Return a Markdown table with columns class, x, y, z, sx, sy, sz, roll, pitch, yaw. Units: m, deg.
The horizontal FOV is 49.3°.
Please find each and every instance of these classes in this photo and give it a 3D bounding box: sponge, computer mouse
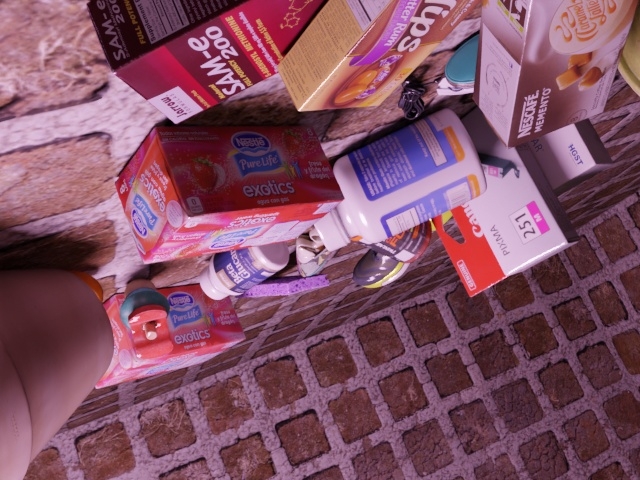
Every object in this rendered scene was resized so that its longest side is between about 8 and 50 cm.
| class | x | y | z | sx | sy | sz | roll | pitch | yaw |
| --- | --- | --- | --- | --- | --- | --- | --- | --- | --- |
| sponge | -0.092 | 0.103 | 1.590 | 0.117 | 0.031 | 0.210 | -11 | -177 | -41 |
| computer mouse | 0.202 | -0.226 | 0.986 | 0.192 | 0.042 | 0.106 | -23 | 165 | -5 |

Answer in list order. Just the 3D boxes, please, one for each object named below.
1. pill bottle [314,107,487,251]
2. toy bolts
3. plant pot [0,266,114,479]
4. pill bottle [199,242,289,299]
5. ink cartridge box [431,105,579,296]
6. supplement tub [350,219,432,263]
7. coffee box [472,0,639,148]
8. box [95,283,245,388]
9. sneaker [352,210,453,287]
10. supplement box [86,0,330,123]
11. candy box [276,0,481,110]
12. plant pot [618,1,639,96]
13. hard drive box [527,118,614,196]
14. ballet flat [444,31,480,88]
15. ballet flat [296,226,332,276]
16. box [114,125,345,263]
| class | x | y | z | sx | sy | sz | roll | pitch | yaw |
| --- | --- | --- | --- | --- | --- | --- | --- | --- | --- |
| pill bottle | 0.113 | -0.089 | 1.121 | 0.271 | 0.152 | 0.152 | -24 | 166 | 5 |
| toy bolts | -0.377 | 0.112 | 1.206 | 0.228 | 0.158 | 0.218 | -8 | 121 | -19 |
| plant pot | -0.440 | 0.165 | 0.931 | 0.323 | 0.323 | 0.280 | -32 | 180 | 31 |
| pill bottle | -0.147 | 0.045 | 1.304 | 0.169 | 0.094 | 0.094 | -33 | 163 | 31 |
| ink cartridge box | 0.276 | -0.065 | 1.212 | 0.060 | 0.275 | 0.239 | -9 | 159 | -47 |
| supplement tub | 0.104 | -0.035 | 1.286 | 0.197 | 0.106 | 0.106 | 23 | 140 | -30 |
| coffee box | 0.259 | -0.236 | 0.778 | 0.141 | 0.098 | 0.247 | -20 | 147 | -7 |
| box | -0.325 | 0.190 | 1.447 | 0.154 | 0.142 | 0.300 | -33 | 163 | 34 |
| sneaker | 0.150 | -0.027 | 1.437 | 0.121 | 0.111 | 0.300 | 23 | 115 | -30 |
| supplement box | -0.058 | -0.200 | 0.600 | 0.239 | 0.073 | 0.130 | -25 | 166 | 7 |
| candy box | 0.058 | -0.185 | 0.586 | 0.109 | 0.053 | 0.186 | -13 | 162 | -42 |
| plant pot | 0.491 | -0.309 | 0.778 | 0.276 | 0.276 | 0.254 | -24 | 154 | 1 |
| hard drive box | 0.358 | -0.152 | 1.229 | 0.089 | 0.181 | 0.232 | -7 | 157 | -48 |
| ballet flat | 0.258 | -0.260 | 0.906 | 0.203 | 0.074 | 0.074 | -33 | 163 | 25 |
| ballet flat | 0.000 | 0.000 | 1.451 | 0.079 | 0.077 | 0.221 | 13 | 140 | -38 |
| box | -0.113 | -0.065 | 0.900 | 0.256 | 0.123 | 0.128 | -10 | 160 | -44 |
